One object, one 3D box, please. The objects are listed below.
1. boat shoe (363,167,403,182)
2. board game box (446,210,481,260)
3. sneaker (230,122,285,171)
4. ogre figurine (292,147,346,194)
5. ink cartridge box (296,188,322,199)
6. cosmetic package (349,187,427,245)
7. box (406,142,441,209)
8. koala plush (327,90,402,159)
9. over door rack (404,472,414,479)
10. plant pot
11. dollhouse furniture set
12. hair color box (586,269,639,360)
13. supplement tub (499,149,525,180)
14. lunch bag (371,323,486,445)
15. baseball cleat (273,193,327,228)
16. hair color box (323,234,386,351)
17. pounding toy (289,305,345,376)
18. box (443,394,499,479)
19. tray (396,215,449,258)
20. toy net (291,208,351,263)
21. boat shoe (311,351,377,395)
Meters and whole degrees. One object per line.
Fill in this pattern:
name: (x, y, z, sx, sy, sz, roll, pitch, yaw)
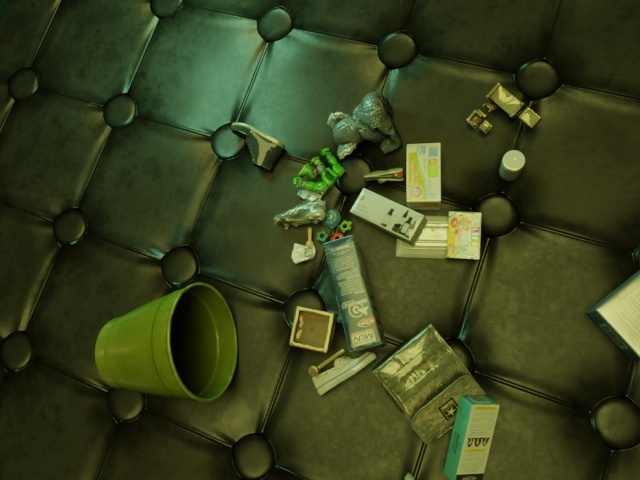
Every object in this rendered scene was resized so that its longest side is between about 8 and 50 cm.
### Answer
boat shoe: (0.217, -0.217, 1.860, 0.136, 0.049, 0.043, -8, 115, 9)
board game box: (0.460, -0.015, 1.739, 0.103, 0.026, 0.154, 3, 78, 12)
sneaker: (-0.250, -0.341, 1.966, 0.221, 0.083, 0.118, 26, 84, 15)
ogre figurine: (0.003, -0.229, 1.876, 0.118, 0.097, 0.197, 36, 42, 12)
ink cartridge box: (-0.035, -0.158, 1.907, 0.083, 0.028, 0.048, 33, 87, 17)
cosmetic package: (0.223, -0.081, 1.798, 0.238, 0.060, 0.099, 27, 82, 27)
box: (0.343, -0.209, 1.799, 0.114, 0.103, 0.203, -1, 77, 12)
koala plush: (0.135, -0.390, 1.854, 0.221, 0.203, 0.197, -19, 73, 19)
over door rack: (0.307, 0.884, 1.556, 0.324, 0.108, 0.240, 37, 86, 17)
plant pot: (-0.513, 0.345, 1.755, 0.352, 0.366, 0.367, -12, 75, 22)
dollhouse furniture set: (0.615, -0.399, 1.811, 0.182, 0.101, 0.161, 48, 115, 17)
hair color box: (0.996, 0.161, 1.572, 0.374, 0.113, 0.185, -39, 73, 2)
supplement tub: (0.616, -0.240, 1.746, 0.070, 0.107, 0.071, -3, 76, 11)
lunch bag: (0.327, 0.434, 1.627, 0.235, 0.169, 0.287, -38, 81, -3)
baseball cleat: (-0.066, -0.102, 1.872, 0.205, 0.072, 0.110, -2, 65, 28)
hair color box: (0.110, 0.175, 1.725, 0.105, 0.174, 0.348, -17, 74, 8)
pounding toy: (-0.002, 0.332, 1.756, 0.180, 0.094, 0.206, 10, 84, 12)
box: (0.435, 0.574, 1.564, 0.100, 0.060, 0.245, 7, 99, -21)
tray: (0.385, -0.014, 1.785, 0.270, 0.030, 0.145, 1, 77, 12)
toy net: (0.000, 0.000, 1.858, 0.122, 0.045, 0.232, 41, 90, 15)
boat shoe: (0.070, 0.406, 1.727, 0.226, 0.083, 0.076, -34, 74, 3)
